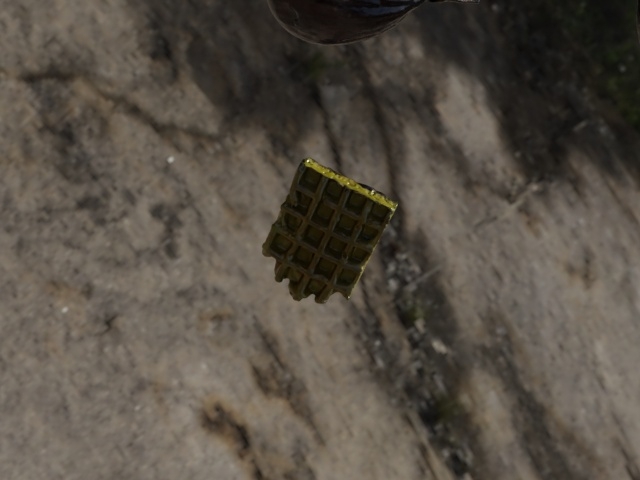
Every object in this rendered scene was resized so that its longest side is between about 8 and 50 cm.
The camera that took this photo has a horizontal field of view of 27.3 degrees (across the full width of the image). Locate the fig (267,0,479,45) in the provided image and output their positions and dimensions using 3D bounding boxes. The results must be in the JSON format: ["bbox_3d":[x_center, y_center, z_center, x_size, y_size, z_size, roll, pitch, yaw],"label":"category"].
[{"bbox_3d":[0.056,-0.319,1.604,0.249,0.204,0.186,23,64,12],"label":"fig"}]

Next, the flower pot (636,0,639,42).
[{"bbox_3d":[0.533,-0.306,1.686,0.301,0.302,0.213,2,61,-51],"label":"flower pot"}]

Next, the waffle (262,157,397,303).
[{"bbox_3d":[0.000,0.000,1.994,0.160,0.211,0.055,27,22,1],"label":"waffle"}]
